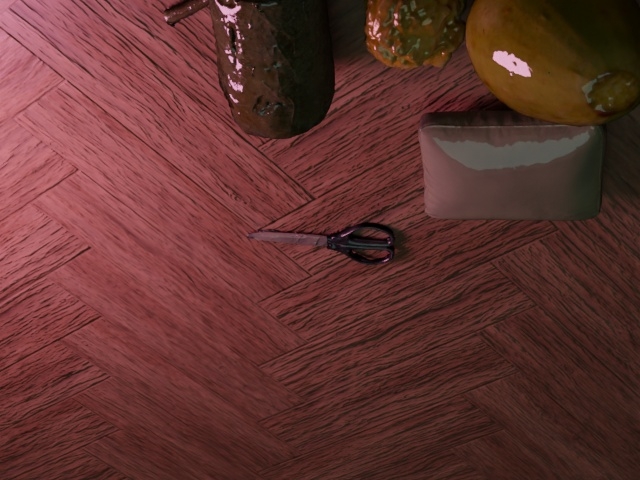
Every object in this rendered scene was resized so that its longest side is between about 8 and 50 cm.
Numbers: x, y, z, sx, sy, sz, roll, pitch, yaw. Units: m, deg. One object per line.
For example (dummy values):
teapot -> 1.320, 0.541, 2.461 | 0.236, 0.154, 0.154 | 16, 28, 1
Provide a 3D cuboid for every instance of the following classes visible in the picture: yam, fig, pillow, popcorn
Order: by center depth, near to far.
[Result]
fig -> 0.372, -0.287, 1.871 | 0.258, 0.326, 0.258 | -14, 129, -17
popcorn -> 0.146, -0.352, 1.959 | 0.180, 0.180, 0.170 | -19, 174, 30
yam -> -0.076, -0.321, 2.016 | 0.195, 0.195, 0.300 | 4, 138, 7
yam -> -0.204, -0.394, 2.077 | 0.129, 0.027, 0.033 | -17, 101, 30
pillow -> 0.338, -0.128, 2.199 | 0.322, 0.120, 0.255 | 2, 138, 10

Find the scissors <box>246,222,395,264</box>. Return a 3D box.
scissors -> 0.000, 0.000, 2.489 | 0.299, 0.022, 0.109 | 5, 135, 8
